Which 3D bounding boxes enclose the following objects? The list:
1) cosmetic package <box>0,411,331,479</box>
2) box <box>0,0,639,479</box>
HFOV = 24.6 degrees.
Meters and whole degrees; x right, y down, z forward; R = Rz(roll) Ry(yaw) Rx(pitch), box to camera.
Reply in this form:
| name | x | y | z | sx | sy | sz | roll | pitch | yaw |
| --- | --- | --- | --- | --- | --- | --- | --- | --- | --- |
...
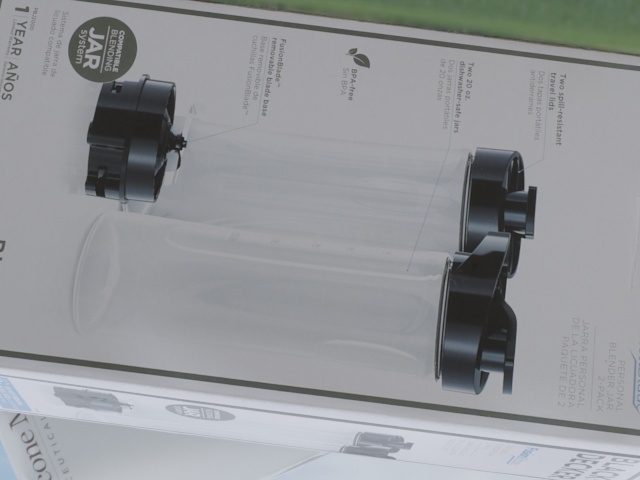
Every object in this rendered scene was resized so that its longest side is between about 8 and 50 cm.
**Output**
| name | x | y | z | sx | sy | sz | roll | pitch | yaw |
| --- | --- | --- | --- | --- | --- | --- | --- | --- | --- |
| cosmetic package | -0.056 | 0.090 | 1.282 | 0.453 | 0.230 | 0.161 | -26 | 174 | 14 |
| box | 0.000 | 0.000 | 0.601 | 0.290 | 0.169 | 0.087 | 6 | 160 | 0 |
